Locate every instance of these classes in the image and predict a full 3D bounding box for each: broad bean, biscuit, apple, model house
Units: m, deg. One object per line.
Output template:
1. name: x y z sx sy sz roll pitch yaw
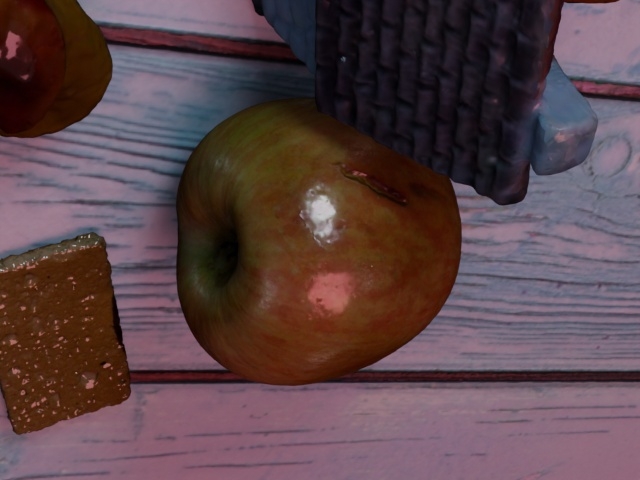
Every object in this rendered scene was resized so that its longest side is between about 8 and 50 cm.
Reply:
1. broad bean: -0.261 -0.150 1.308 0.156 0.122 0.228 -44 133 11
2. biscuit: -0.252 0.091 1.611 0.131 0.025 0.231 -16 136 -15
3. apple: 0.000 0.000 1.505 0.264 0.264 0.264 -16 136 -16
4. model house: 0.138 -0.247 1.288 0.297 0.339 0.360 -11 134 -18
